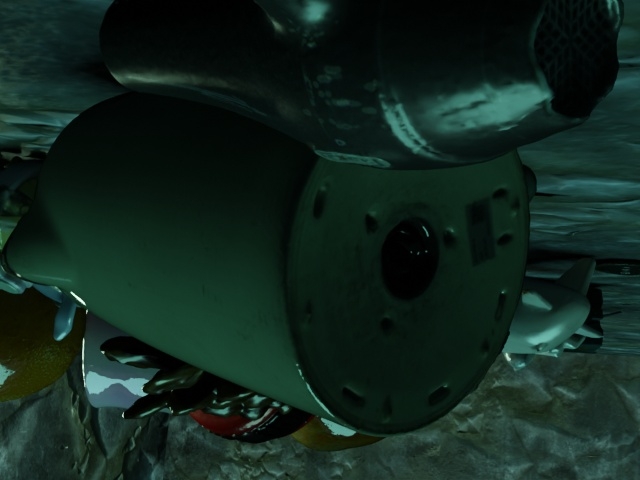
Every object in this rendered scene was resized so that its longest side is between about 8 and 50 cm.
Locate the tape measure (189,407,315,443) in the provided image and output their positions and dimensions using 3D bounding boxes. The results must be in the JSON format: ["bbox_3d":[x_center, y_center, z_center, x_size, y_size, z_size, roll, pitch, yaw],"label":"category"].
[{"bbox_3d":[-0.089,0.133,1.333,0.253,0.260,0.114,-9,162,40],"label":"tape measure"}]

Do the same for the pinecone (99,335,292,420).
[{"bbox_3d":[-0.074,0.036,0.791,0.202,0.201,0.229,4,176,-20],"label":"pinecone"}]

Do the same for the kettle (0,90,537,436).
[{"bbox_3d":[-0.017,-0.014,0.565,0.240,0.165,0.255,-26,-158,-37],"label":"kettle"}]

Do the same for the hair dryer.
[{"bbox_3d":[-0.056,-0.109,0.319,0.235,0.091,0.271,12,166,43],"label":"hair dryer"}]

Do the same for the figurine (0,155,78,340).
[{"bbox_3d":[-0.254,0.000,0.907,0.208,0.128,0.184,14,154,30],"label":"figurine"}]

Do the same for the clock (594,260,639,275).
[{"bbox_3d":[0.345,0.032,1.152,0.074,0.010,0.083,3,172,17],"label":"clock"}]

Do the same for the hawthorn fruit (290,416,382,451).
[{"bbox_3d":[0.043,0.183,1.564,0.267,0.268,0.301,8,162,-15],"label":"hawthorn fruit"}]

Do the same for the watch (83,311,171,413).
[{"bbox_3d":[-0.194,0.093,1.194,0.211,0.217,0.248,5,172,0],"label":"watch"}]

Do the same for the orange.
[{"bbox_3d":[-0.342,0.069,1.045,0.206,0.206,0.206,5,172,1],"label":"orange"}]

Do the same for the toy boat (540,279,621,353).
[{"bbox_3d":[0.267,0.098,1.370,0.246,0.093,0.103,6,164,-10],"label":"toy boat"}]

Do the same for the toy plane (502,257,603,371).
[{"bbox_3d":[0.218,0.075,1.197,0.244,0.117,0.245,20,165,6],"label":"toy plane"}]
